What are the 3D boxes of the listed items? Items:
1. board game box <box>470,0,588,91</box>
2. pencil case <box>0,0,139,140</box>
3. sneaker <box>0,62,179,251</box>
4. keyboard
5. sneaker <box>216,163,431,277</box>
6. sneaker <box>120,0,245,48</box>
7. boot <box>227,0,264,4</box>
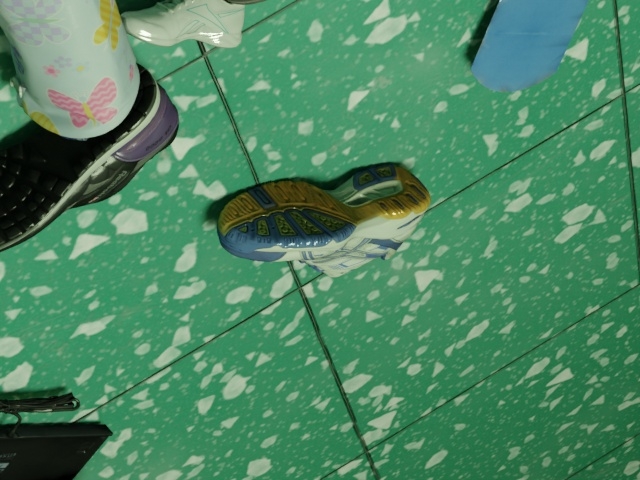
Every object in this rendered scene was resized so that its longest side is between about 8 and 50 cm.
[{"bbox_3d":[0.241,-0.254,2.197,0.133,0.033,0.168,-4,131,-32],"label":"board game box"},{"bbox_3d":[-0.252,-0.215,1.729,0.124,0.113,0.273,8,148,12],"label":"pencil case"},{"bbox_3d":[-0.264,-0.058,1.930,0.283,0.107,0.124,-36,153,1],"label":"sneaker"},{"bbox_3d":[-0.391,0.242,2.260,0.317,0.033,0.201,3,138,-45],"label":"keyboard"},{"bbox_3d":[0.000,0.000,2.229,0.296,0.112,0.131,-9,139,-34],"label":"sneaker"},{"bbox_3d":[-0.140,-0.230,1.873,0.152,0.054,0.061,-6,122,-41],"label":"sneaker"},{"bbox_3d":[-0.050,-0.369,1.754,0.263,0.091,0.229,-44,141,7],"label":"boot"}]
